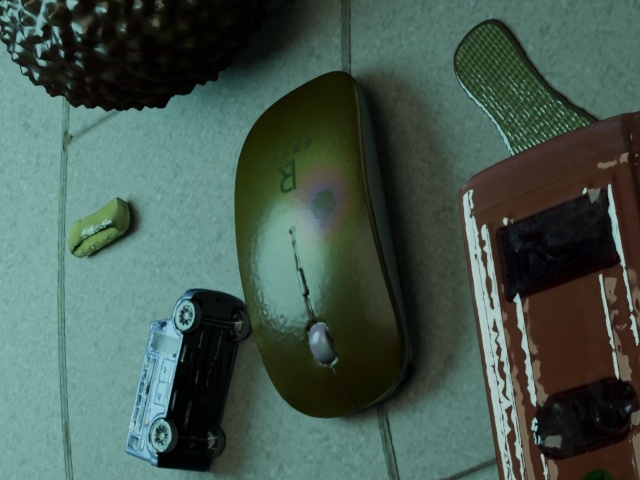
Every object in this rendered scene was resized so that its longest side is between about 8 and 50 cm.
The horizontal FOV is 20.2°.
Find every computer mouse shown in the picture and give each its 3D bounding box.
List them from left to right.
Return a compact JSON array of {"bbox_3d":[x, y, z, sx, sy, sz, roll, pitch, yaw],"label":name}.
[{"bbox_3d":[0.000,0.000,1.575,0.158,0.072,0.310,-25,64,37],"label":"computer mouse"}]

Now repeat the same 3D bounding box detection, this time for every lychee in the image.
[{"bbox_3d":[-0.171,-0.245,1.676,0.267,0.267,0.267,-12,72,40],"label":"lychee"}]

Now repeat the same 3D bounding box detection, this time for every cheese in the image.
[{"bbox_3d":[-0.225,-0.014,1.807,0.083,0.030,0.044,-28,41,39],"label":"cheese"}]

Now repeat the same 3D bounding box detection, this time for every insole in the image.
[{"bbox_3d":[0.182,-0.091,1.477,0.086,0.005,0.253,-51,51,20],"label":"insole"}]

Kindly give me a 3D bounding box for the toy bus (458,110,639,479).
[{"bbox_3d":[0.236,0.139,1.216,0.203,0.233,0.427,-23,64,36],"label":"toy bus"}]

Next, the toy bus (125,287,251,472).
[{"bbox_3d":[-0.126,0.125,1.653,0.076,0.073,0.167,10,87,45],"label":"toy bus"}]
